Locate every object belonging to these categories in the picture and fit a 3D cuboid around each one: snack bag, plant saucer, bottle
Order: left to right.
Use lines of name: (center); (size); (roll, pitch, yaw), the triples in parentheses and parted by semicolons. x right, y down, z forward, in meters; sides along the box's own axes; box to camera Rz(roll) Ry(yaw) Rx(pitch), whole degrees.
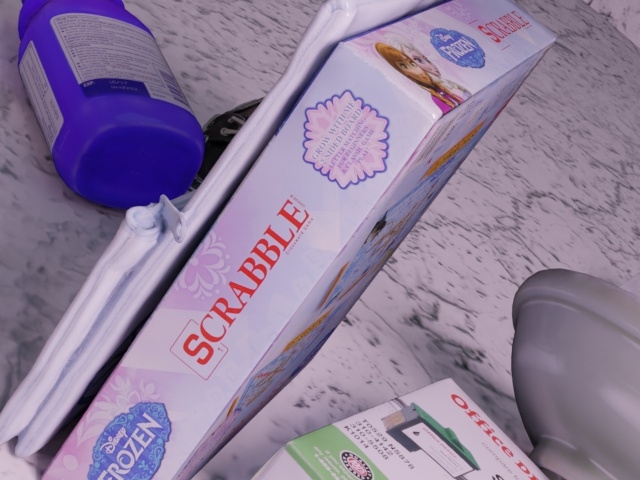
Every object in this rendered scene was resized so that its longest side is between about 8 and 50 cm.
bottle: (-0.188, -0.142, 1.112); (0.118, 0.092, 0.283); (9, 35, -35)
snack bag: (-0.038, -0.042, 0.830); (0.037, 0.342, 0.323); (41, 25, 5)
plant saucer: (0.251, 0.200, 0.939); (0.400, 0.100, 0.400); (47, -11, 12)

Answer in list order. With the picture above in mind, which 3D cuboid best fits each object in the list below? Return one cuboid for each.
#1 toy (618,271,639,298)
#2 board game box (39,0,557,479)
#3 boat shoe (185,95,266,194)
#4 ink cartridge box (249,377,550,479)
toy: (0.327, 0.118, 1.375); (0.137, 0.056, 0.237); (47, 31, 14)
board game box: (0.000, 0.000, 0.833); (0.066, 0.318, 0.319); (39, 24, 7)
boat shoe: (-0.077, -0.079, 1.172); (0.078, 0.070, 0.219); (36, 24, -2)
ink cartridge box: (0.063, 0.186, 0.854); (0.160, 0.092, 0.219); (46, 26, 18)
